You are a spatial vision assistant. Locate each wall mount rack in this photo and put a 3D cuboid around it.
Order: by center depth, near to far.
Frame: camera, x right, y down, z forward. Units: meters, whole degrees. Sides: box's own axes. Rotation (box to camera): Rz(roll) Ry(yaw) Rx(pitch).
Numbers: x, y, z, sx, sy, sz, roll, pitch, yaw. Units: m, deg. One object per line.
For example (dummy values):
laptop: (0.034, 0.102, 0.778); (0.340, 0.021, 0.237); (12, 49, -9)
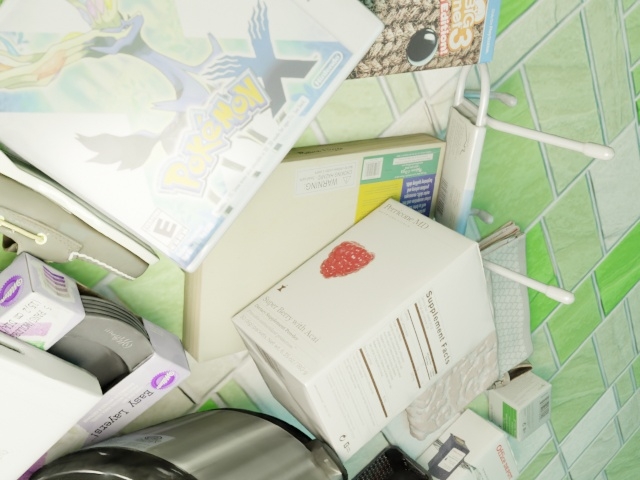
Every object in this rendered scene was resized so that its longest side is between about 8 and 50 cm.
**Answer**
wall mount rack: (0.260, -0.076, 1.087); (0.131, 0.304, 0.350); (1, 115, -11)

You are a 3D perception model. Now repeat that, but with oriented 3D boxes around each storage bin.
storage bin: (0.116, 0.479, 1.383); (0.180, 0.122, 0.084); (-40, 132, -17)

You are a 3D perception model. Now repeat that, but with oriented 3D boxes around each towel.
towel: (0.267, 0.170, 1.396); (0.317, 0.053, 0.331); (-30, 128, -24)

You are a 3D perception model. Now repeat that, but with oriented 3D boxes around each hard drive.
hard drive: (-0.418, 0.218, 0.730); (0.353, 0.047, 0.233); (-43, 136, 6)

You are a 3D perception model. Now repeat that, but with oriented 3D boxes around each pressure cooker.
pressure cooker: (-0.140, 0.392, 0.918); (0.375, 0.370, 0.420); (-59, 162, 9)

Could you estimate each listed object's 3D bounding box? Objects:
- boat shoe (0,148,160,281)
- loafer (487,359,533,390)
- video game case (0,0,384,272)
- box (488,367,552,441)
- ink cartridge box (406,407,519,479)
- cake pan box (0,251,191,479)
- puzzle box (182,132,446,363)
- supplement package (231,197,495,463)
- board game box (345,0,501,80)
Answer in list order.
boat shoe: (-0.302, -0.030, 0.781); (0.305, 0.109, 0.091); (36, 88, -39)
loafer: (0.378, 0.271, 1.549); (0.125, 0.039, 0.045); (-25, 127, -28)
video game case: (-0.149, -0.179, 0.755); (0.300, 0.036, 0.329); (37, 95, -16)
box: (0.411, 0.335, 1.577); (0.102, 0.087, 0.101); (-28, 128, -25)
ink cartridge box: (0.272, 0.481, 1.529); (0.237, 0.100, 0.172); (-41, 132, -14)
cake pan box: (-0.311, 0.154, 0.835); (0.267, 0.070, 0.246); (-38, 140, 8)
puzzle box: (0.000, 0.000, 1.083); (0.409, 0.052, 0.272); (-11, 119, -36)
supplement package: (0.064, 0.112, 1.034); (0.293, 0.177, 0.175); (-37, 131, -19)
board game box: (0.072, -0.325, 0.907); (0.291, 0.141, 0.232); (-16, 122, -33)
